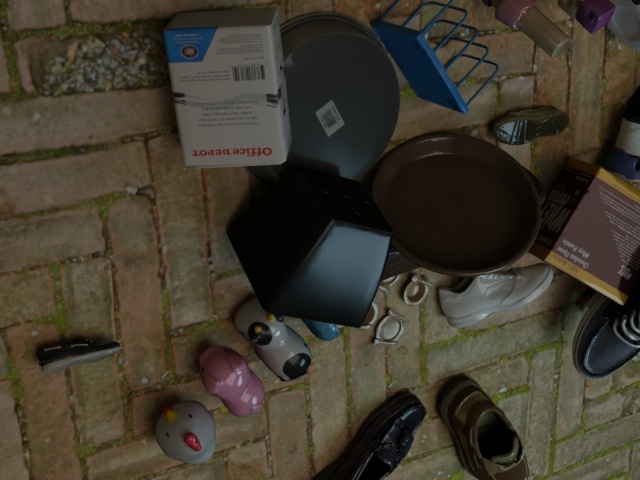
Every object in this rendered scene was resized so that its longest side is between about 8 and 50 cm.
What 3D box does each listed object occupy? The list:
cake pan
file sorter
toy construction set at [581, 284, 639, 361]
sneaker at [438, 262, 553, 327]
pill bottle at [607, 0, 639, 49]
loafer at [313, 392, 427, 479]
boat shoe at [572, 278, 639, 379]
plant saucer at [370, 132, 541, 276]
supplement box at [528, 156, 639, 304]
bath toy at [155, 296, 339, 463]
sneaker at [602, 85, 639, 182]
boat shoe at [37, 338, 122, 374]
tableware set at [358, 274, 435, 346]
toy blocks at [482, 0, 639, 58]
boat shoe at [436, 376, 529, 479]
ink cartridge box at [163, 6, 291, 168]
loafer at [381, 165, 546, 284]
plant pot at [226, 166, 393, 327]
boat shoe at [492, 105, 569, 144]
[{"bbox_3d":[0.004,-0.199,1.634,0.293,0.054,0.293,-14,119,-27],"label":"cake pan"},{"bbox_3d":[0.185,-0.302,1.665,0.104,0.118,0.170,-47,129,-10],"label":"file sorter"},{"bbox_3d":[0.642,0.087,2.143,0.215,0.151,0.328,3,117,-58],"label":"toy construction set"},{"bbox_3d":[0.316,0.078,1.931,0.212,0.080,0.094,-25,110,3],"label":"sneaker"},{"bbox_3d":[0.614,-0.442,1.878,0.216,0.121,0.121,-38,127,-12],"label":"pill bottle"},{"bbox_3d":[0.096,0.416,1.957,0.302,0.095,0.109,-45,129,-8],"label":"loafer"},{"bbox_3d":[0.587,0.145,1.977,0.127,0.158,0.340,29,111,-2],"label":"boat shoe"},{"bbox_3d":[0.218,-0.055,1.730,0.278,0.278,0.041,-27,154,-21],"label":"plant saucer"},{"bbox_3d":[0.508,-0.019,1.967,0.191,0.129,0.194,28,95,-18],"label":"supplement box"},{"bbox_3d":[-0.126,0.212,1.696,0.348,0.129,0.151,-44,94,-9],"label":"bath toy"},{"bbox_3d":[0.686,-0.220,2.027,0.315,0.127,0.182,-11,119,-28],"label":"sneaker"},{"bbox_3d":[-0.356,0.164,1.576,0.125,0.038,0.046,-14,162,-27],"label":"boat shoe"},{"bbox_3d":[0.124,0.110,1.880,0.141,0.020,0.169,26,96,-39],"label":"tableware set"},{"bbox_3d":[0.397,-0.501,1.664,0.309,0.260,0.288,-33,158,-28],"label":"toy blocks"},{"bbox_3d":[0.336,0.403,2.094,0.122,0.120,0.324,-44,128,-8],"label":"boat shoe"},{"bbox_3d":[-0.125,-0.211,1.483,0.148,0.086,0.203,-1,119,7],"label":"ink cartridge box"},{"bbox_3d":[0.211,-0.033,1.821,0.366,0.134,0.130,-17,147,-15],"label":"loafer"},{"bbox_3d":[0.000,0.000,1.609,0.188,0.187,0.167,13,124,-37],"label":"plant pot"},{"bbox_3d":[0.364,-0.208,1.880,0.153,0.048,0.056,-15,131,-20],"label":"boat shoe"}]
